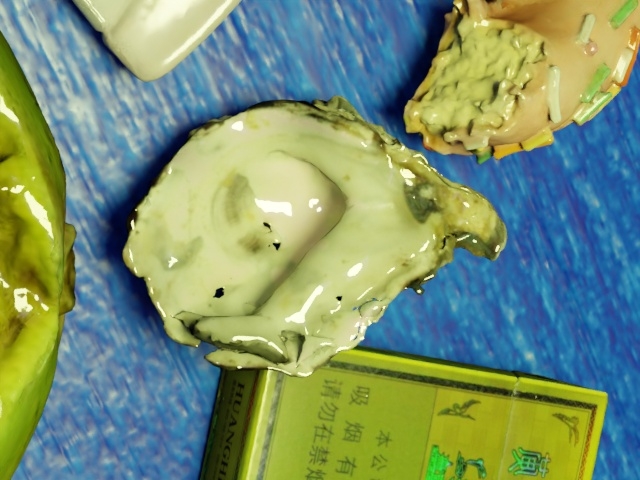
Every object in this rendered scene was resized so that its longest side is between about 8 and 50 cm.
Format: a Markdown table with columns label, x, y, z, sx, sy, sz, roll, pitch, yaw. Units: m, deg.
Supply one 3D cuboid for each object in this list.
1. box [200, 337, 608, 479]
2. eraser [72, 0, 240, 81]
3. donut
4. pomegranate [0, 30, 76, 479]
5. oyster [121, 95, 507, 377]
| label | x | y | z | sx | sy | sz | roll | pitch | yaw |
| --- | --- | --- | --- | --- | --- | --- | --- | --- | --- |
| box | 0.045 | 0.133 | 0.963 | 0.220 | 0.064 | 0.141 | 11 | 90 | -25 |
| eraser | -0.062 | -0.230 | 0.867 | 0.243 | 0.059 | 0.204 | -42 | 112 | -13 |
| donut | 0.112 | -0.165 | 0.927 | 0.199 | 0.085 | 0.233 | -38 | 123 | -31 |
| pomegranate | -0.273 | 0.004 | 0.721 | 0.358 | 0.216 | 0.310 | 0 | 98 | 4 |
| oyster | 0.000 | 0.000 | 0.903 | 0.191 | 0.081 | 0.163 | 10 | 68 | 2 |
